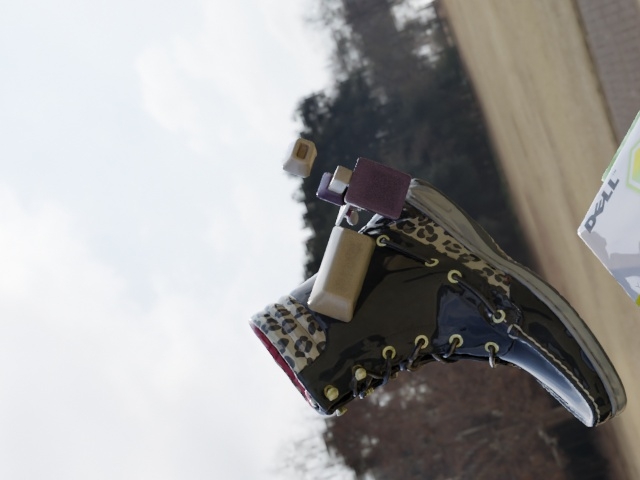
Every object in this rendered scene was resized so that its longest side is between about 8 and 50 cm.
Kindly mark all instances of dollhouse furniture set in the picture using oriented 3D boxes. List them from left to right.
[{"bbox_3d":[0.000,0.000,0.771,0.081,0.091,0.114,120,170,-72],"label":"dollhouse furniture set"}]

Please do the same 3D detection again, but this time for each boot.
[{"bbox_3d":[0.078,0.081,0.757,0.236,0.179,0.085,46,164,28],"label":"boot"}]

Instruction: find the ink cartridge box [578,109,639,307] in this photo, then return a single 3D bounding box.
[{"bbox_3d":[0.250,-0.071,0.709,0.255,0.097,0.188,-113,42,-58],"label":"ink cartridge box"}]
